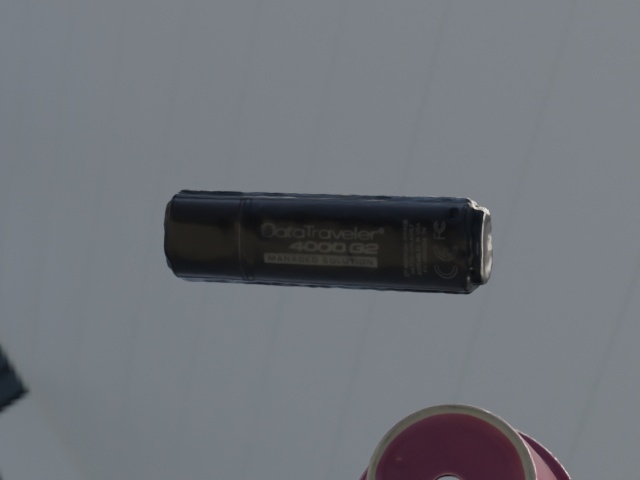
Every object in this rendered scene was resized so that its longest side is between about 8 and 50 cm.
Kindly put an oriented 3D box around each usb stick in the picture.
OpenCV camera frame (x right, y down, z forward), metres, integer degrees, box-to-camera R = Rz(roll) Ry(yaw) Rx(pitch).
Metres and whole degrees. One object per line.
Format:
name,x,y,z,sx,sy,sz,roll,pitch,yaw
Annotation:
usb stick,0.000,0.000,1.219,0.278,0.045,0.077,2,-84,24

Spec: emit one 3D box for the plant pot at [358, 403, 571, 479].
plant pot,0.111,0.221,1.214,0.201,0.201,0.180,61,-6,28
